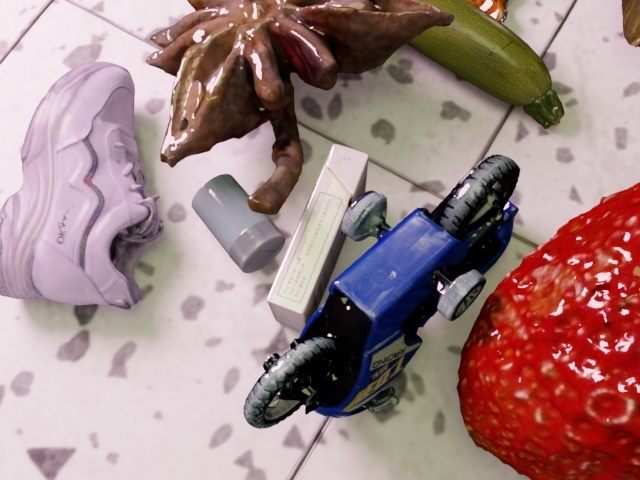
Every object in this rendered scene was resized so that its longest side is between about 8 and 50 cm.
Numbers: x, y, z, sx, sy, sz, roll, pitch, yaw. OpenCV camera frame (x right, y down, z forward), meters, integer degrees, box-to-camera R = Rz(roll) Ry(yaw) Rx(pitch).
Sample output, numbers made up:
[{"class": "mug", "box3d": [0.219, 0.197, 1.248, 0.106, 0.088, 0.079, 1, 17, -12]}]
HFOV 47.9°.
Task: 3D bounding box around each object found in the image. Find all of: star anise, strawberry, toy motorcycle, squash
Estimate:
[{"class": "star anise", "box3d": [-0.044, -0.183, 0.688, 0.292, 0.109, 0.349, -39, 51, 0]}, {"class": "strawberry", "box3d": [0.237, 0.097, 0.534, 0.276, 0.257, 0.258, -28, 68, 28]}, {"class": "toy motorcycle", "box3d": [0.061, 0.051, 0.595, 0.315, 0.169, 0.113, -41, 66, -20]}, {"class": "squash", "box3d": [0.141, -0.202, 0.721, 0.252, 0.066, 0.066, 36, 76, 14]}]

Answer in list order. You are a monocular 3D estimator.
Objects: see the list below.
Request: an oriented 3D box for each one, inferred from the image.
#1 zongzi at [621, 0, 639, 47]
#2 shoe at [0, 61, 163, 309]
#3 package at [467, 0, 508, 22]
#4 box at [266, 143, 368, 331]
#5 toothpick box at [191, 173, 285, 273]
[{"class": "zongzi", "box3d": [0.442, -0.307, 0.615, 0.289, 0.318, 0.154, 8, 51, 6]}, {"class": "shoe", "box3d": [-0.205, -0.050, 0.678, 0.137, 0.095, 0.245, 15, 76, 5]}, {"class": "package", "box3d": [0.175, -0.268, 0.760, 0.077, 0.033, 0.111, 37, 81, 4]}, {"class": "box", "box3d": [0.000, 0.000, 0.649, 0.040, 0.084, 0.155, 20, 73, 11]}, {"class": "toothpick box", "box3d": [-0.077, -0.016, 0.676, 0.052, 0.052, 0.083, -37, 71, -10]}]
